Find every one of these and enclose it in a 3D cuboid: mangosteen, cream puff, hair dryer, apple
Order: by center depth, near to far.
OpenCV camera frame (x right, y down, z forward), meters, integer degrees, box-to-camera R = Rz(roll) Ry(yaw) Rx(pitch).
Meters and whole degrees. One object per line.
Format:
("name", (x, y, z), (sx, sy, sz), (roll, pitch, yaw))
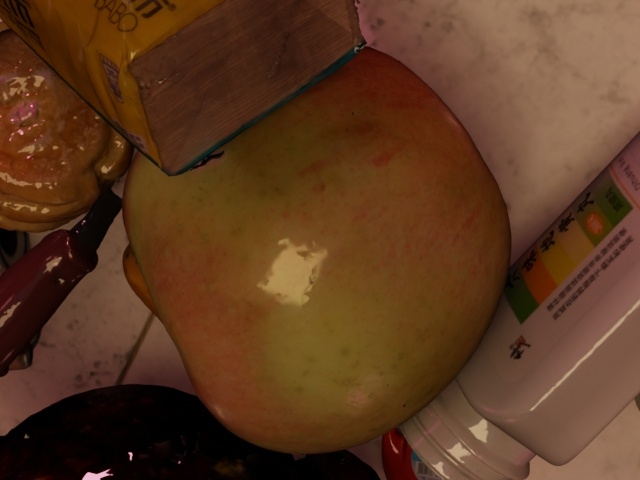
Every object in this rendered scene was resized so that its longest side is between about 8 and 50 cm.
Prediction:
("apple", (0.000, 0.000, 1.289), (0.277, 0.319, 0.319), (-26, 102, -3))
("hair dryer", (-0.295, 0.071, 1.341), (0.340, 0.312, 0.123), (-48, 126, -3))
("mangosteen", (-0.123, 0.315, 1.365), (0.421, 0.381, 0.381), (14, 109, 10))
("cream puff", (-0.249, -0.097, 1.391), (0.189, 0.129, 0.189), (3, 73, -10))

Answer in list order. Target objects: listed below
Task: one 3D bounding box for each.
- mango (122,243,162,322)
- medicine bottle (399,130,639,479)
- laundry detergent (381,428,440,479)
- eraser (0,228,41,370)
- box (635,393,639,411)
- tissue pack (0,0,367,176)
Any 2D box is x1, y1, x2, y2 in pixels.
("mango", (-0.133, 0.043, 1.449), (0.079, 0.057, 0.114), (15, 137, 51))
("medicine bottle", (0.207, 0.067, 1.327), (0.124, 0.179, 0.324), (33, 108, -23))
("laundry detergent", (0.105, 0.148, 1.453), (0.097, 0.049, 0.165), (4, 105, 5))
("eraser", (-0.409, 0.045, 1.490), (0.290, 0.087, 0.171), (-6, 105, 11))
("box", (0.496, 0.095, 1.343), (0.373, 0.090, 0.367), (35, 109, -3))
("tissue pack", (-0.124, -0.197, 1.192), (0.192, 0.271, 0.134), (-35, 139, -18))
